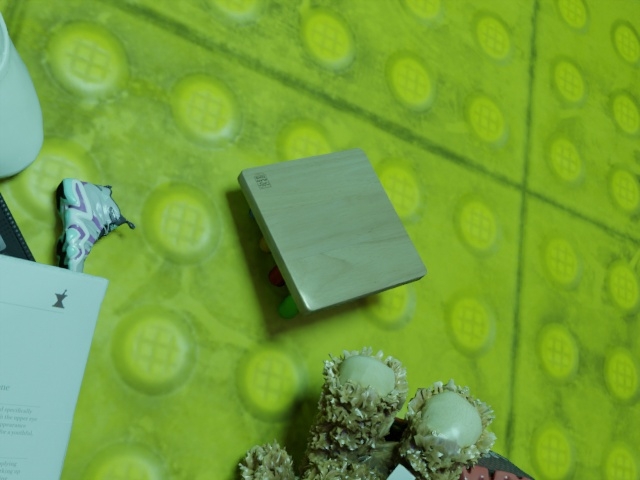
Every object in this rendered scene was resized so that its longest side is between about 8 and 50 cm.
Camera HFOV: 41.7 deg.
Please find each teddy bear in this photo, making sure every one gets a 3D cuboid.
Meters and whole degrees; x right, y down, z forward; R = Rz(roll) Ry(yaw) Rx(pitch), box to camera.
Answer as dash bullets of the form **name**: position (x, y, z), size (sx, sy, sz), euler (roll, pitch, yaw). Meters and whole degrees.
- **teddy bear**: position (0.030, 0.265, 0.768), size (0.245, 0.113, 0.338), euler (8, 75, -1)

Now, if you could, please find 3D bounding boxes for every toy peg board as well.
- **toy peg board**: position (0.000, 0.000, 0.887), size (0.161, 0.079, 0.160), euler (-14, 70, -36)

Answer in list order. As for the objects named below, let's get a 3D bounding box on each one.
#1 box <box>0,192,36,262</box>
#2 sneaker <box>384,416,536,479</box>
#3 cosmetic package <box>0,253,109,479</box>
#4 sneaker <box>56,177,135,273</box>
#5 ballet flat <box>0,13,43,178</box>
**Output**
- **box**: position (-0.355, 0.021, 0.591), size (0.270, 0.060, 0.216), euler (-36, 121, -35)
- **sneaker**: position (0.125, 0.252, 0.877), size (0.276, 0.135, 0.097), euler (24, 87, -1)
- **cosmetic package**: position (-0.342, 0.119, 0.509), size (0.377, 0.097, 0.284), euler (19, 84, -44)
- **sneaker**: position (-0.201, -0.008, 0.762), size (0.069, 0.038, 0.098), euler (4, 75, -32)
- **ballet flat**: position (-0.348, -0.234, 0.669), size (0.139, 0.139, 0.400), euler (-35, 98, -36)
